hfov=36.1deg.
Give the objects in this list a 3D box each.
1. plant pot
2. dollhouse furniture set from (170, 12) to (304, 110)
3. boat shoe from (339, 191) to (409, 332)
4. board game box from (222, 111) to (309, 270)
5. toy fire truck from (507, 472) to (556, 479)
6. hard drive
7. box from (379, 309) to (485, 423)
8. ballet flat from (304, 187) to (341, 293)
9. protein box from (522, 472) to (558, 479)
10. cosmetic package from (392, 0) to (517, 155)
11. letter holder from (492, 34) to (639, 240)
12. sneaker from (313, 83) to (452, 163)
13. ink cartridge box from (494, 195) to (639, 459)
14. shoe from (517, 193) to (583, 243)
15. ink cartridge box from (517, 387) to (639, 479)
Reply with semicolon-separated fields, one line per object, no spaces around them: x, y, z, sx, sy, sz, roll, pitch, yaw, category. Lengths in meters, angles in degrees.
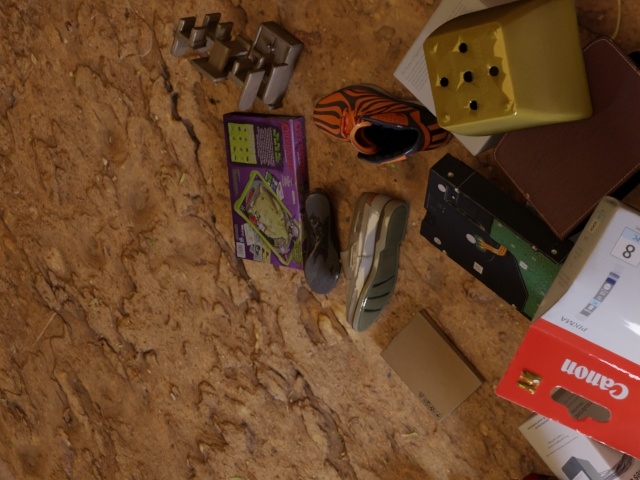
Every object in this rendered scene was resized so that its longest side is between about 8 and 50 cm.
0.281;-0.271;1.566;0.212;0.187;0.212;-6;100;41;plant pot
-0.169;-0.352;2.050;0.212;0.242;0.161;40;127;22;dollhouse furniture set
0.099;0.042;2.072;0.103;0.113;0.302;26;110;31;boat shoe
-0.118;-0.114;2.228;0.208;0.056;0.346;12;113;40;board game box
0.403;0.528;1.806;0.159;0.246;0.217;-23;104;4;toy fire truck
0.338;0.009;1.825;0.339;0.064;0.237;40;157;22;hard drive
0.236;0.270;2.095;0.201;0.021;0.164;49;129;15;box
0.000;0.000;2.171;0.084;0.058;0.249;-4;113;3;ballet flat
0.486;0.590;1.932;0.200;0.136;0.201;-2;105;40;protein box
0.292;-0.317;1.761;0.224;0.138;0.224;48;129;14;cosmetic package
0.468;-0.185;1.662;0.214;0.152;0.302;52;130;15;letter holder
0.085;-0.231;1.930;0.321;0.180;0.124;10;111;36;sneaker
0.513;0.162;1.614;0.308;0.091;0.384;25;101;-8;ink cartridge box
0.438;-0.029;1.803;0.178;0.081;0.063;38;98;-10;shoe
0.521;0.388;1.789;0.273;0.198;0.115;52;130;11;ink cartridge box
